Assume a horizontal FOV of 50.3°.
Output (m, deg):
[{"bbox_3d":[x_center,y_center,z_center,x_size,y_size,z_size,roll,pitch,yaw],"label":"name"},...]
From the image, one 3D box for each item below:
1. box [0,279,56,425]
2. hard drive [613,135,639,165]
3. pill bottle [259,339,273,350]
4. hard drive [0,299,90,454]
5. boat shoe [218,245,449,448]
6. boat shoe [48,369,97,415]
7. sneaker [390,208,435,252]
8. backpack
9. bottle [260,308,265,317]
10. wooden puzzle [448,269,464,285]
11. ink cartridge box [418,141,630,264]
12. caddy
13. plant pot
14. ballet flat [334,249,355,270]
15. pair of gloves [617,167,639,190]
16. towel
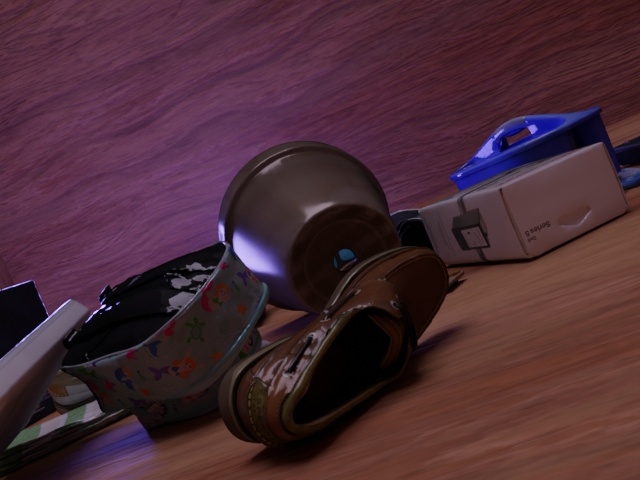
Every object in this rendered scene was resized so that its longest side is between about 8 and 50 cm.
[{"bbox_3d":[-0.746,0.281,1.556,0.296,0.294,0.183,-21,4,32],"label":"box"},{"bbox_3d":[0.766,-0.229,1.448,0.254,0.054,0.172,-23,3,-4],"label":"hard drive"},{"bbox_3d":[-0.093,0.168,0.981,0.083,0.043,0.043,-20,4,44],"label":"pill bottle"},{"bbox_3d":[-0.419,0.225,0.891,0.233,0.047,0.353,-58,8,6],"label":"hard drive"},{"bbox_3d":[0.049,0.098,0.665,0.307,0.111,0.104,-37,15,-36],"label":"boat shoe"},{"bbox_3d":[-0.391,0.225,1.350,0.113,0.103,0.302,24,43,38],"label":"boat shoe"},{"bbox_3d":[0.183,-0.012,1.508,0.147,0.105,0.295,-19,3,-44],"label":"sneaker"},{"bbox_3d":[-0.188,0.121,0.907,0.253,0.191,0.225,-29,20,36],"label":"backpack"},{"bbox_3d":[-0.186,0.146,1.572,0.118,0.092,0.283,-7,0,-9],"label":"bottle"},{"bbox_3d":[0.174,0.070,1.011,0.078,0.014,0.116,-26,0,43],"label":"wooden puzzle"},{"bbox_3d":[0.313,-0.051,1.094,0.198,0.115,0.273,-24,3,-17],"label":"ink cartridge box"},{"bbox_3d":[0.413,-0.158,1.352,0.241,0.179,0.341,-28,3,-28],"label":"caddy"},{"bbox_3d":[0.000,0.000,1.180,0.323,0.323,0.280,-24,19,-9],"label":"plant pot"},{"bbox_3d":[0.056,0.050,1.825,0.248,0.086,0.086,-20,4,21],"label":"ballet flat"},{"bbox_3d":[0.555,-0.112,1.271,0.159,0.023,0.198,-20,5,43],"label":"pair of gloves"},{"bbox_3d":[-0.442,0.312,1.148,0.325,0.038,0.248,-24,2,-18],"label":"towel"}]
